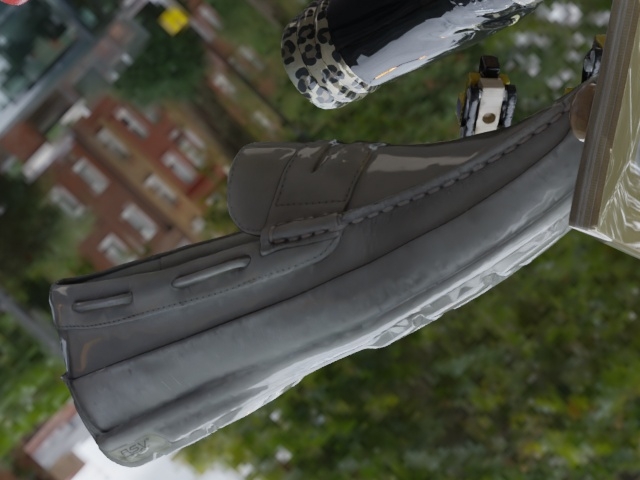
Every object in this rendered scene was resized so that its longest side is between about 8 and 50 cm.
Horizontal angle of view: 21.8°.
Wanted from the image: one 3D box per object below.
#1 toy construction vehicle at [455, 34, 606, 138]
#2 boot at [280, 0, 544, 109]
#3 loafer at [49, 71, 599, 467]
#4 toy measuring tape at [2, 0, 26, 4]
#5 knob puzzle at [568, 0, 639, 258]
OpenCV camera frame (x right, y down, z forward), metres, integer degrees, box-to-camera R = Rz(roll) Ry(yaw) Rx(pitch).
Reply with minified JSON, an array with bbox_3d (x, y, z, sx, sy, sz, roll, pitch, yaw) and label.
[{"bbox_3d":[0.111,-0.063,0.846,0.035,0.086,0.098,-101,-169,-48],"label":"toy construction vehicle"},{"bbox_3d":[0.082,-0.168,1.078,0.179,0.085,0.236,-26,-172,25],"label":"boot"},{"bbox_3d":[0.000,0.000,0.766,0.319,0.111,0.112,-29,179,24],"label":"loafer"},{"bbox_3d":[-0.111,-0.152,0.605,0.121,0.121,0.330,-48,-165,-12],"label":"toy measuring tape"},{"bbox_3d":[0.125,-0.089,0.570,0.030,0.213,0.213,12,-134,26],"label":"knob puzzle"}]
